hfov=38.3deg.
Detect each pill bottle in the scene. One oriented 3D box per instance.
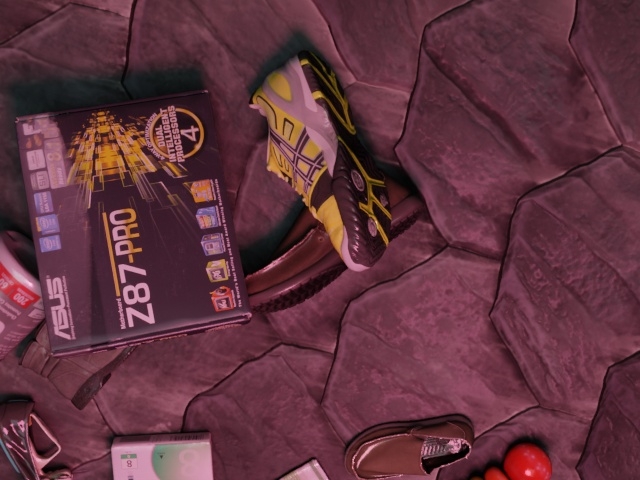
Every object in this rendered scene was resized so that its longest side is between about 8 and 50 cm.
[{"bbox_3d":[-0.581,0.130,1.561,0.283,0.161,0.161,-44,101,5],"label":"pill bottle"}]

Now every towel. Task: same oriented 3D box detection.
[{"bbox_3d":[-0.045,0.492,1.743,0.152,0.023,0.113,-31,100,5],"label":"towel"}]

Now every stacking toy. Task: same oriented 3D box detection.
[{"bbox_3d":[0.292,0.500,1.712,0.330,0.141,0.141,-41,101,1],"label":"stacking toy"}]

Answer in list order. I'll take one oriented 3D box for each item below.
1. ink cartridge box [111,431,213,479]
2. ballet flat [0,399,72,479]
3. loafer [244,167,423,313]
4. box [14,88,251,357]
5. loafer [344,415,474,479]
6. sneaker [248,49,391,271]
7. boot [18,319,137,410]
[{"bbox_3d":[-0.286,0.470,1.706,0.181,0.056,0.224,-3,100,-3],"label":"ink cartridge box"},{"bbox_3d":[-0.507,0.416,1.663,0.096,0.095,0.280,-20,102,-12],"label":"ballet flat"},{"bbox_3d":[0.000,0.000,1.604,0.366,0.134,0.130,-32,76,-6],"label":"loafer"},{"bbox_3d":[-0.302,-0.029,1.498,0.318,0.097,0.394,-10,81,-7],"label":"box"},{"bbox_3d":[0.167,0.386,1.697,0.251,0.087,0.094,-16,102,0],"label":"loafer"},{"bbox_3d":[0.000,-0.118,1.523,0.147,0.145,0.384,-27,68,24],"label":"sneaker"},{"bbox_3d":[-0.413,0.168,1.625,0.161,0.083,0.246,41,95,-4],"label":"boot"}]
